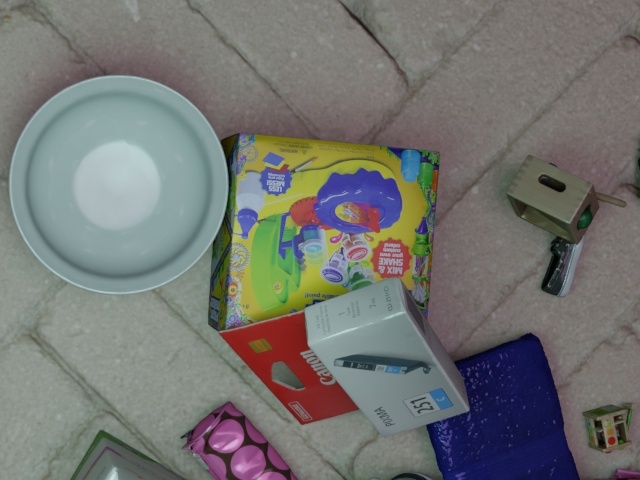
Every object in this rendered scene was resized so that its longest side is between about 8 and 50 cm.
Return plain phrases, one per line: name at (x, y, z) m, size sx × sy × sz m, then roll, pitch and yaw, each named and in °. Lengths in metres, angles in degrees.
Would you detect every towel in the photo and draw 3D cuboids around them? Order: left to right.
towel at (0.275, 0.319, 1.812) m, size 0.227 × 0.076 × 0.308 m, roll -17°, pitch 95°, yaw -19°

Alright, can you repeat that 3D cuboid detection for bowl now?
bowl at (-0.283, -0.076, 1.634) m, size 0.297 × 0.134 × 0.298 m, roll 0°, pitch 91°, yaw -13°

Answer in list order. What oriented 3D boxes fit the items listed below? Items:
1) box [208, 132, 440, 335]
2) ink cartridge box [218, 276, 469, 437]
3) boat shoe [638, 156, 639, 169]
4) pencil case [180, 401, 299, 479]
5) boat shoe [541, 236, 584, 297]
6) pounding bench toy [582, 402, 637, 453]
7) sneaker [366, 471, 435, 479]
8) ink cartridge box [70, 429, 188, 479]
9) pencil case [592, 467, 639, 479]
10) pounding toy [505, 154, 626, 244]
box at (0.000, 0.000, 1.685) m, size 0.289 × 0.177 × 0.279 m, roll 3°, pitch 91°, yaw -14°
ink cartridge box at (0.039, 0.184, 1.613) m, size 0.261 × 0.296 × 0.066 m, roll -19°, pitch 51°, yaw 14°
boat shoe at (0.537, -0.121, 1.885) m, size 0.048 × 0.042 × 0.133 m, roll 10°, pitch 88°, yaw -34°
pencil case at (-0.105, 0.339, 1.706) m, size 0.209 × 0.095 × 0.098 m, roll 48°, pitch 45°, yaw -8°
boat shoe at (0.382, 0.018, 1.844) m, size 0.040 × 0.049 × 0.142 m, roll 12°, pitch 90°, yaw -13°
pounding bench toy at (0.472, 0.299, 1.866) m, size 0.083 × 0.052 × 0.065 m, roll -13°, pitch 94°, yaw -13°
sneaker at (0.068, 0.509, 1.678) m, size 0.137 × 0.210 × 0.366 m, roll 11°, pitch 82°, yaw 30°
ink cartridge box at (-0.224, 0.377, 1.540) m, size 0.207 × 0.353 × 0.119 m, roll 33°, pitch 83°, yaw -12°
pencil case at (0.495, 0.557, 1.812) m, size 0.160 × 0.167 × 0.386 m, roll 1°, pitch 90°, yaw -42°
pounding toy at (0.377, -0.064, 1.786) m, size 0.141 × 0.130 × 0.100 m, roll 28°, pitch 83°, yaw 24°
